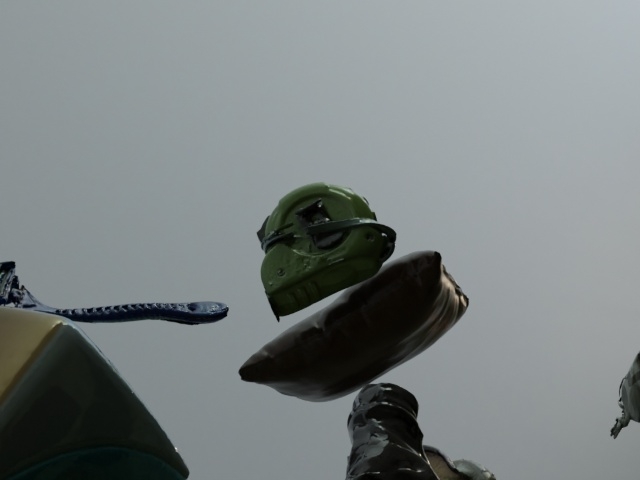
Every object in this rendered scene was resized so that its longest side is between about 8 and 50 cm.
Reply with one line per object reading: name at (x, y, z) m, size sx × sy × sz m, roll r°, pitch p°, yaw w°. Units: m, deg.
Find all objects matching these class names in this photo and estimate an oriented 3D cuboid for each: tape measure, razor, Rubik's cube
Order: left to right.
Rubik's cube at (-0.400, 0.299, 1.024) m, size 0.347 × 0.352 × 0.352 m, roll -61°, pitch -38°, yaw -39°
razor at (-0.291, 0.092, 1.263) m, size 0.093 × 0.324 × 0.056 m, roll -104°, pitch 25°, yaw -59°
tape measure at (0.000, 0.000, 1.150) m, size 0.087 × 0.177 × 0.154 m, roll 74°, pitch 173°, yaw -56°

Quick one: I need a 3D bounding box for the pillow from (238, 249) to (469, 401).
pillow at (0.062, 0.134, 1.279) m, size 0.108 × 0.305 × 0.308 m, roll 59°, pitch -174°, yaw 20°

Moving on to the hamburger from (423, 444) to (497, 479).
hamburger at (0.208, 0.572, 1.834) m, size 0.195 × 0.277 × 0.318 m, roll 26°, pitch -93°, yaw -23°

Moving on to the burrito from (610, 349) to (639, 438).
burrito at (0.552, 0.113, 1.269) m, size 0.445 × 0.101 × 0.139 m, roll -40°, pitch -43°, yaw -16°

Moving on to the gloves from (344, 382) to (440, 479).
gloves at (0.086, 0.266, 0.909) m, size 0.142 × 0.119 × 0.285 m, roll 39°, pitch -164°, yaw -28°
